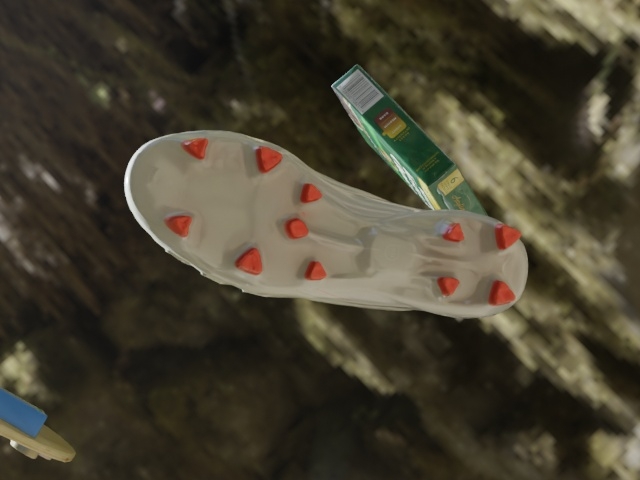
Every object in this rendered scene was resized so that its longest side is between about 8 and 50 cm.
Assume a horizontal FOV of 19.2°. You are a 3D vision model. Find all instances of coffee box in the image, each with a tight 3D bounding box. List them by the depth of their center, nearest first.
[{"bbox_3d":[0.090,-0.089,1.916,0.040,0.184,0.113,-39,-36,-2],"label":"coffee box"}]

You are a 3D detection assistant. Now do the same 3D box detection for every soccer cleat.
[{"bbox_3d":[0.000,0.000,0.859,0.076,0.196,0.068,166,117,-69],"label":"soccer cleat"}]

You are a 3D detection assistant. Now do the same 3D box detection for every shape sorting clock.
[{"bbox_3d":[-0.267,0.106,1.355,0.040,0.206,0.206,-60,-20,-8],"label":"shape sorting clock"}]
